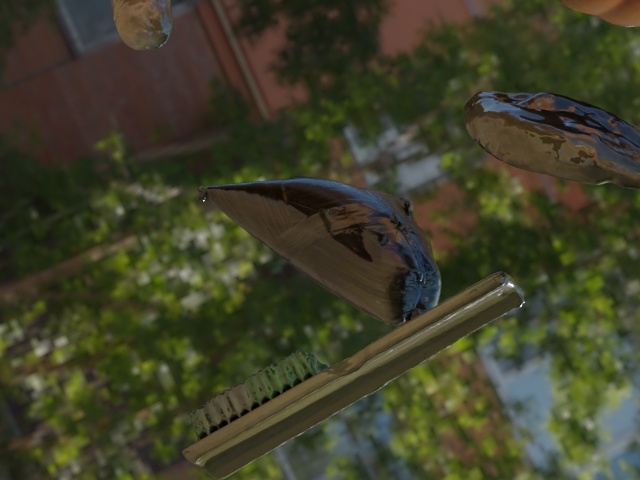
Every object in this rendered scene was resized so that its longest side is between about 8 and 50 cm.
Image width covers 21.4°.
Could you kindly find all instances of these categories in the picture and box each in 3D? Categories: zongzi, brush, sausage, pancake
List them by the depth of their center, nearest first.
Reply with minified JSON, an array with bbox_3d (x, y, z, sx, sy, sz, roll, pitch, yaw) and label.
[{"bbox_3d":[0.210,-0.057,1.159,0.050,0.242,0.242,-70,-156,12],"label":"pancake"},{"bbox_3d":[0.021,0.094,1.275,0.054,0.282,0.048,41,23,-55],"label":"brush"},{"bbox_3d":[-0.183,-0.278,1.723,0.301,0.066,0.066,-98,172,-55],"label":"sausage"},{"bbox_3d":[0.000,0.000,1.748,0.221,0.242,0.112,-119,-135,-69],"label":"zongzi"}]

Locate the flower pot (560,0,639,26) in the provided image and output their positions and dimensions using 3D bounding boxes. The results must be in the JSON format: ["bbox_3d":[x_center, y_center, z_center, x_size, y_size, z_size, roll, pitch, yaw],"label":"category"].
[{"bbox_3d":[0.291,-0.286,1.562,0.173,0.190,0.190,-66,133,-78],"label":"flower pot"}]
